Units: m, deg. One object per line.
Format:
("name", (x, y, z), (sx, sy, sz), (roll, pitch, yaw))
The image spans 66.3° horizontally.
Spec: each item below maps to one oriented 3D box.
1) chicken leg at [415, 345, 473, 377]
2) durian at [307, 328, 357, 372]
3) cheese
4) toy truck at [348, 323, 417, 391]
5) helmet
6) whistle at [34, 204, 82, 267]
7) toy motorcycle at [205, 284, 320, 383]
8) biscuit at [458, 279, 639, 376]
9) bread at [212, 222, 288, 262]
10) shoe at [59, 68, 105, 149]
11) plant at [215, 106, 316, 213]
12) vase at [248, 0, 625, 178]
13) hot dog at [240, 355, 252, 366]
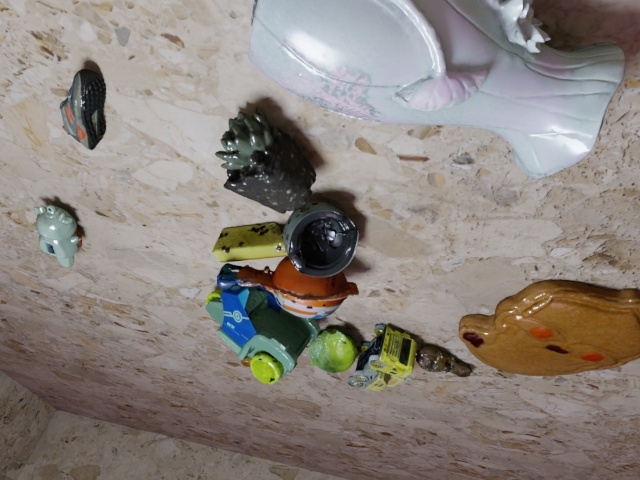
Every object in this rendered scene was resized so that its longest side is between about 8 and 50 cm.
("chicken leg", (0.362, 0.361, 1.442), (0.198, 0.069, 0.085), (21, 120, -17))
("durian", (0.039, 0.340, 1.498), (0.139, 0.101, 0.250), (32, 150, -13))
("cheese", (-0.073, 0.095, 1.152), (0.330, 0.217, 0.129), (6, 104, -5))
("toy truck", (0.193, 0.366, 1.455), (0.157, 0.124, 0.272), (21, 144, -4))
("helmet", (-0.009, -0.013, 1.046), (0.153, 0.107, 0.177), (-35, 137, -3))
("whistle", (-0.714, -0.010, 1.344), (0.102, 0.106, 0.253), (40, 141, 20))
("toy motorcycle", (-0.174, 0.223, 1.381), (0.326, 0.191, 0.200), (38, 126, 6))
("biscuit", (0.572, 0.232, 1.187), (0.350, 0.078, 0.455), (24, 143, -16))
("bread", (-0.147, 0.002, 1.149), (0.226, 0.088, 0.049), (-7, 135, 28))
("shoe", (-0.471, -0.259, 0.952), (0.077, 0.074, 0.194), (27, 145, -4))
("plant", (-0.108, -0.142, 0.909), (0.132, 0.129, 0.194), (-18, 134, 38))
("vase", (0.140, -0.236, 0.616), (0.446, 0.249, 0.250), (19, 144, -11))
("hot dog", (-0.232, 0.437, 1.794), (0.133, 0.041, 0.056), (-3, 140, 14))
